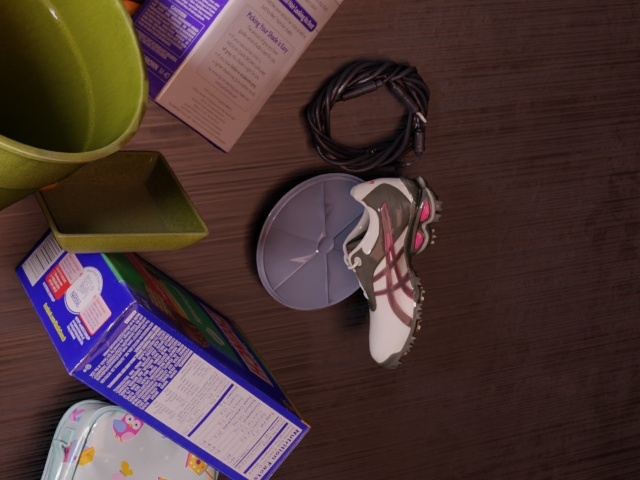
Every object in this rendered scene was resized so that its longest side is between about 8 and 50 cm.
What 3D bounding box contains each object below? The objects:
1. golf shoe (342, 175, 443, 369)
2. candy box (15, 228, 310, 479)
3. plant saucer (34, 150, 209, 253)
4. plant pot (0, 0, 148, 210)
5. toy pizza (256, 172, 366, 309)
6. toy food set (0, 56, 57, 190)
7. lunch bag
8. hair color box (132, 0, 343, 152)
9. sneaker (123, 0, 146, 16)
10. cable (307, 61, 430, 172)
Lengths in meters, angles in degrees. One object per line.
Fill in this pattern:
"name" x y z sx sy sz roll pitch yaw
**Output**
"golf shoe" 0.081 0.042 1.889 0.120 0.105 0.272 3 106 -16
"candy box" -0.192 0.133 1.701 0.122 0.268 0.317 -47 126 2
"plant saucer" -0.250 -0.040 1.646 0.188 0.188 0.045 -1 124 -28
"plant pot" -0.425 -0.142 1.379 0.353 0.366 0.366 -35 131 29
"toy pizza" 0.000 0.000 1.888 0.201 0.032 0.201 -13 119 -25
"toy food set" -0.366 -0.171 1.564 0.105 0.111 0.232 -11 112 -23
"lunch bag" -0.267 0.348 1.818 0.224 0.108 0.279 22 80 -27
"hair color box" -0.081 -0.288 1.634 0.339 0.110 0.185 -51 152 2
"sneaker" -0.262 -0.315 1.578 0.215 0.084 0.083 11 107 -43
"cable" 0.068 -0.164 1.844 0.185 0.047 0.150 3 110 -29
